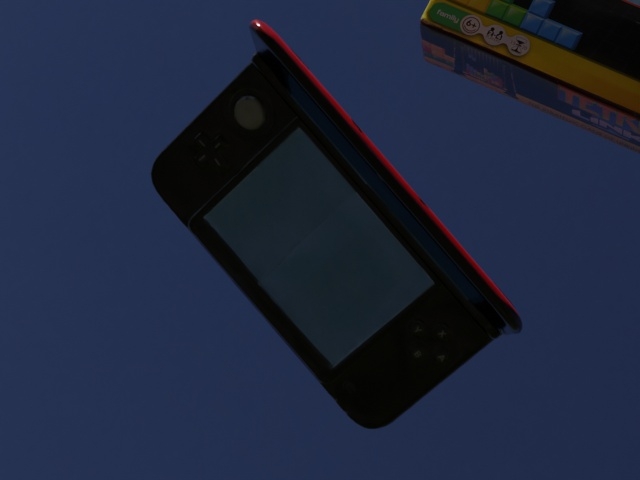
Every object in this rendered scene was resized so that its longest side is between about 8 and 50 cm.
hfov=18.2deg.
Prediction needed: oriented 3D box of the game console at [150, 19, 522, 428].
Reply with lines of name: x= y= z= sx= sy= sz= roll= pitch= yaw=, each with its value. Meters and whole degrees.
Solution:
game console: x=0.000 y=0.000 z=0.747 sx=0.124 sy=0.085 sz=0.144 roll=-42 pitch=-93 yaw=30

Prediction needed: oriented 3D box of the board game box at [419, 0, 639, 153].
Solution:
board game box: x=0.146 y=-0.105 z=0.792 sx=0.170 sy=0.141 sz=0.048 roll=24 pitch=-11 yaw=12
